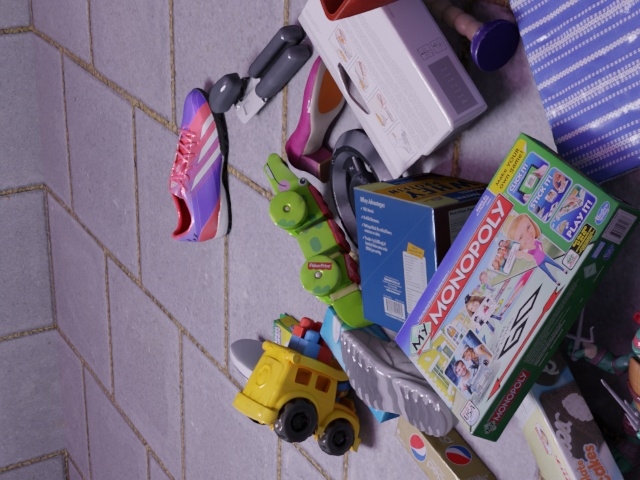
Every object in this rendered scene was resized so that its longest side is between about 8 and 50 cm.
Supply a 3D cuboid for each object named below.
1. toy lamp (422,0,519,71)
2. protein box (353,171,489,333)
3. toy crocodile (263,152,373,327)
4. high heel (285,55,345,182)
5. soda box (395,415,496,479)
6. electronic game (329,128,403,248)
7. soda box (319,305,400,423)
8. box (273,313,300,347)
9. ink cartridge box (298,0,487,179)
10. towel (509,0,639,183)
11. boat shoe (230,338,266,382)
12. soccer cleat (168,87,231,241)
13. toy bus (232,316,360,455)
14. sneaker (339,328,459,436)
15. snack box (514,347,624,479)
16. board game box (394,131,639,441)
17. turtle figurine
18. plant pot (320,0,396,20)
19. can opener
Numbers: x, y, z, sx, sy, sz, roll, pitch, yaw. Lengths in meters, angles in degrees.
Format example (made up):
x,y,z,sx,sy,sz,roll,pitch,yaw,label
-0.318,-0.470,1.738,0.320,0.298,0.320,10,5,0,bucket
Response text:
x,y,z,sx,sy,sz,roll,pitch,yaw,label
0.157,-0.319,1.492,0.275,0.080,0.080,47,139,40,toy lamp
0.160,0.023,1.554,0.199,0.136,0.201,18,117,58,protein box
0.000,0.000,1.838,0.341,0.105,0.115,64,-173,20,toy crocodile
-0.020,-0.218,1.842,0.117,0.082,0.244,38,146,36,high heel
0.191,0.334,1.705,0.181,0.058,0.061,50,141,41,soda box
0.080,-0.066,1.752,0.229,0.048,0.229,46,146,44,electronic game
0.081,0.197,1.837,0.210,0.067,0.071,54,143,36,soda box
-0.042,0.216,2.092,0.179,0.043,0.105,32,128,54,box
0.091,-0.255,1.541,0.296,0.066,0.261,59,164,4,ink cartridge box
0.313,-0.241,1.279,0.243,0.040,0.336,-28,77,61,towel
-0.095,0.288,2.171,0.267,0.096,0.088,34,125,41,boat shoe
-0.259,-0.149,2.255,0.108,0.116,0.318,24,122,56,soccer cleat
-0.014,0.252,1.945,0.149,0.220,0.212,12,79,58,toy bus
0.136,0.208,1.695,0.281,0.115,0.105,30,135,47,sneaker
0.310,0.261,1.388,0.187,0.060,0.322,79,168,-71,snack box
0.227,0.051,1.328,0.317,0.046,0.213,-61,33,14,board game box
0.369,0.177,1.262,0.175,0.118,0.234,-114,6,-63,turtle figurine
0.120,-0.454,1.334,0.267,0.235,0.267,-41,64,58,plant pot
-0.118,-0.289,1.971,0.283,0.095,0.076,-37,69,59,can opener
